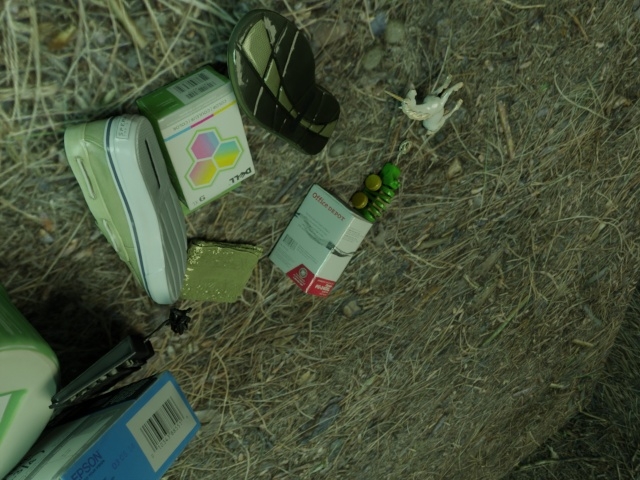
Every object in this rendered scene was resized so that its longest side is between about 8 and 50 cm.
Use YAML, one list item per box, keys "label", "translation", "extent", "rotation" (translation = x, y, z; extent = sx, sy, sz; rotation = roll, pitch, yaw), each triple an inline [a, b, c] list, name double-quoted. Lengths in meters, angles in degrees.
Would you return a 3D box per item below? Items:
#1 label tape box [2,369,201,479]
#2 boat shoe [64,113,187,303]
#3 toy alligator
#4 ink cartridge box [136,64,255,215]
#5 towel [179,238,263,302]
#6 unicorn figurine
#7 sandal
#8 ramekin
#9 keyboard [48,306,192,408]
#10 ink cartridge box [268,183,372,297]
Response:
- label: "label tape box"
  translation: [-0.362, 0.320, 0.945]
  extent: [0.333, 0.106, 0.240]
  rotation: [-24, -169, 26]
- label: "boat shoe"
  translation: [-0.240, -0.035, 0.898]
  extent: [0.094, 0.109, 0.302]
  rotation: [3, 133, 7]
- label: "toy alligator"
  translation: [0.115, -0.094, 1.229]
  extent: [0.190, 0.051, 0.056]
  rotation: [-52, 143, 4]
- label: "ink cartridge box"
  translation: [-0.155, -0.114, 0.930]
  extent: [0.109, 0.062, 0.209]
  rotation: [-33, 141, -21]
- label: "towel"
  translation: [-0.164, 0.049, 1.093]
  extent: [0.148, 0.027, 0.110]
  rotation: [6, 118, -49]
- label: "unicorn figurine"
  translation: [0.190, -0.229, 1.180]
  extent: [0.111, 0.060, 0.162]
  rotation: [-46, 143, -5]
- label: "sandal"
  translation: [-0.059, -0.201, 0.944]
  extent: [0.120, 0.086, 0.303]
  rotation: [-53, 158, -4]
- label: "ramekin"
  translation: [-0.439, 0.181, 0.763]
  extent: [0.303, 0.148, 0.303]
  rotation: [-45, 157, -25]
- label: "keyboard"
  translation: [-0.252, 0.156, 0.948]
  extent: [0.201, 0.033, 0.317]
  rotation: [-40, 180, -13]
- label: "ink cartridge box"
  translation: [0.000, 0.000, 1.146]
  extent: [0.063, 0.109, 0.151]
  rotation: [20, 107, -50]
